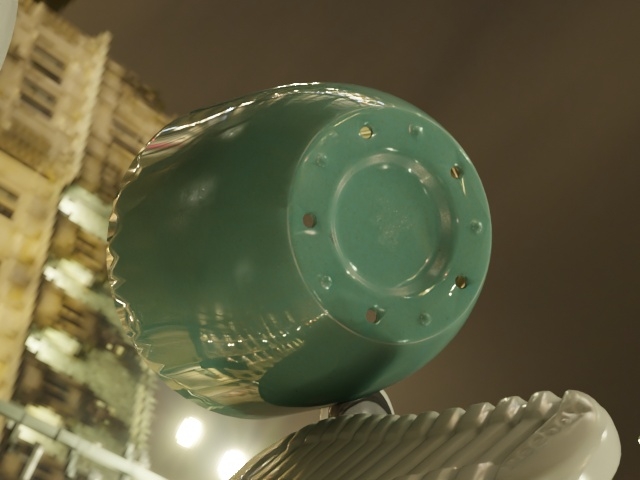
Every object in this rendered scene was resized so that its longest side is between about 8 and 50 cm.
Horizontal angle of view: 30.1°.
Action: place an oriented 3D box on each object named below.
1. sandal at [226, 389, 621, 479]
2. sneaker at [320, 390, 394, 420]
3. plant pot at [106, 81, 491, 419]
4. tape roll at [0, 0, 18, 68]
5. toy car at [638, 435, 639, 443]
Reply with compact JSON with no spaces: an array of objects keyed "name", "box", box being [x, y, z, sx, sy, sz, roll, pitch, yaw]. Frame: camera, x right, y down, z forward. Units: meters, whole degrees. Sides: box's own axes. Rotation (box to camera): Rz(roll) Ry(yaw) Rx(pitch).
[{"name":"sandal","box":[0.049,0.206,0.883,0.169,0.102,0.416,-38,-169,-37]},{"name":"sneaker","box":[0.084,0.306,1.557,0.101,0.268,0.153,-23,-146,-13]},{"name":"plant pot","box":[0.000,0.000,0.982,0.235,0.293,0.293,-15,-131,60]},{"name":"tape roll","box":[-0.264,-0.142,0.514,0.246,0.246,0.169,-62,-178,-10]},{"name":"toy car","box":[0.343,0.197,0.928,0.149,0.188,0.155,-31,-102,11]}]
